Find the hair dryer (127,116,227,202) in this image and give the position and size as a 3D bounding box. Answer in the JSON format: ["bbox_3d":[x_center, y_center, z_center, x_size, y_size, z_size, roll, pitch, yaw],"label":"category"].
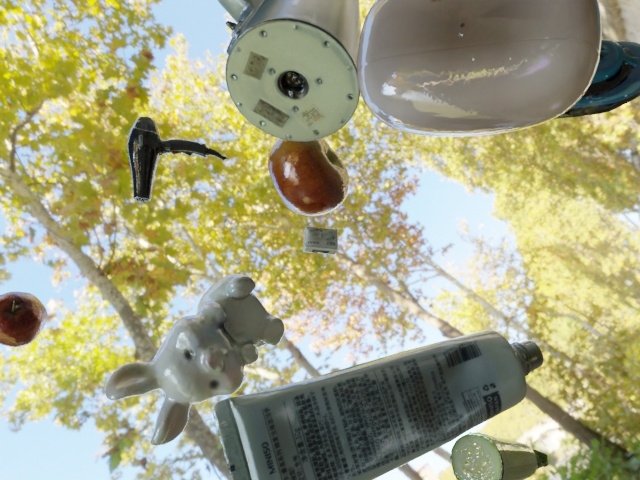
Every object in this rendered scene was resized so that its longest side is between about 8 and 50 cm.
[{"bbox_3d":[-0.390,-0.220,1.407,0.271,0.236,0.091,-1,-10,-4],"label":"hair dryer"}]

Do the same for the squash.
[{"bbox_3d":[0.330,0.383,0.891,0.224,0.094,0.094,18,-64,-37],"label":"squash"}]

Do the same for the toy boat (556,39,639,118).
[{"bbox_3d":[0.392,-0.289,0.878,0.092,0.298,0.134,41,-123,-50],"label":"toy boat"}]

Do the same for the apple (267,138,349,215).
[{"bbox_3d":[-0.036,-0.168,1.307,0.173,0.210,0.235,-29,-68,19],"label":"apple"}]

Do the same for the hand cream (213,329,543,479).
[{"bbox_3d":[0.074,0.165,0.510,0.340,0.125,0.078,-15,-6,-15],"label":"hand cream"}]

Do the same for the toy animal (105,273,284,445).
[{"bbox_3d":[-0.264,0.247,1.110,0.241,0.196,0.368,-25,18,44],"label":"toy animal"}]

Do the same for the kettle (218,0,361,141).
[{"bbox_3d":[-0.041,-0.279,0.662,0.210,0.243,0.160,26,-42,-19],"label":"kettle"}]

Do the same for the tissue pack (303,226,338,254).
[{"bbox_3d":[0.000,0.000,1.285,0.083,0.062,0.042,5,-27,-10],"label":"tissue pack"}]

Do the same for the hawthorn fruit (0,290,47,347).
[{"bbox_3d":[-0.670,0.172,1.121,0.125,0.125,0.140,-37,12,-10],"label":"hawthorn fruit"}]

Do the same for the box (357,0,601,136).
[{"bbox_3d":[0.128,-0.163,0.443,0.088,0.200,0.146,21,-106,-64],"label":"box"}]
